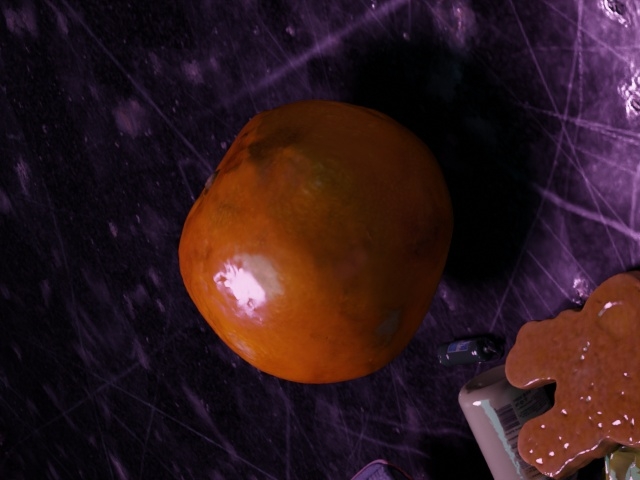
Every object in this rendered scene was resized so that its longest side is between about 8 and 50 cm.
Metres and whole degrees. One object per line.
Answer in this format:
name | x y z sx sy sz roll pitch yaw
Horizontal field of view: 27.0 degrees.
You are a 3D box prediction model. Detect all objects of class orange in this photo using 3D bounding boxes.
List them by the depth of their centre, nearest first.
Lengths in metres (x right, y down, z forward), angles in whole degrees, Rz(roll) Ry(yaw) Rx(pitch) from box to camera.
orange | 0.000 0.000 1.211 0.261 0.261 0.261 37 142 36

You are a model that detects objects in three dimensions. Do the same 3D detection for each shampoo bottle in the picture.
shampoo bottle | 0.195 0.199 1.253 0.079 0.079 0.162 -14 104 59

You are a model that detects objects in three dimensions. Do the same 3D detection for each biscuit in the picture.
biscuit | 0.241 0.102 1.083 0.236 0.040 0.144 -33 61 45

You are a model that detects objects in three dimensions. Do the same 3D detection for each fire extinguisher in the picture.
fire extinguisher | 0.150 0.109 1.303 0.038 0.025 0.083 29 158 -21

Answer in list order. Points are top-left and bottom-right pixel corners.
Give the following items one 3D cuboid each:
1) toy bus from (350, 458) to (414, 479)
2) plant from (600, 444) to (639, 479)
toy bus | 0.108 0.411 1.292 0.233 0.203 0.427 42 -173 -25
plant | 0.296 0.309 1.057 0.261 0.297 0.306 -14 84 17
